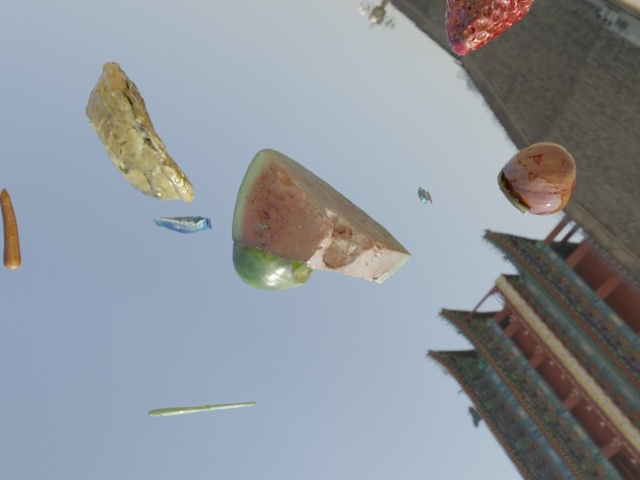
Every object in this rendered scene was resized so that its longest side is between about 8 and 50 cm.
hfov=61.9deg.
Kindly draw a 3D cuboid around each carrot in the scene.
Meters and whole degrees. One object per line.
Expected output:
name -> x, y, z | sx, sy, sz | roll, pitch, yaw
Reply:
carrot -> -0.719, -0.027, 1.235 | 0.037, 0.189, 0.037 | -4, -179, 0

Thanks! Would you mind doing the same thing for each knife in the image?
knife -> -0.216, 0.312, 0.994 | 0.207, 0.030, 0.014 | 6, -119, -33

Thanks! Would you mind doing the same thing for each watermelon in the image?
watermelon -> 0.000, 0.000, 0.851 | 0.319, 0.148, 0.226 | 33, -169, -21

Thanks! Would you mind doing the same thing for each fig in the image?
fig -> 0.562, -0.161, 1.393 | 0.205, 0.205, 0.205 | 22, -148, -15

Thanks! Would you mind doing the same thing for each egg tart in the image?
egg tart -> -0.283, -0.151, 0.820 | 0.099, 0.252, 0.231 | -32, -105, -12

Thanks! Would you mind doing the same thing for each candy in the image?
candy -> -0.337, -0.039, 1.313 | 0.137, 0.088, 0.038 | 0, -103, -9

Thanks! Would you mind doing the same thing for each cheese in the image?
cheese -> 0.284, -0.120, 1.445 | 0.111, 0.017, 0.047 | 2, -107, -62

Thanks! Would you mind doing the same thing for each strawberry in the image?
strawberry -> 0.357, -0.526, 1.185 | 0.205, 0.244, 0.205 | 29, 170, 5

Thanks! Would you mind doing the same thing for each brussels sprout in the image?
brussels sprout -> -0.094, 0.024, 1.060 | 0.180, 0.144, 0.161 | 55, -132, -37
